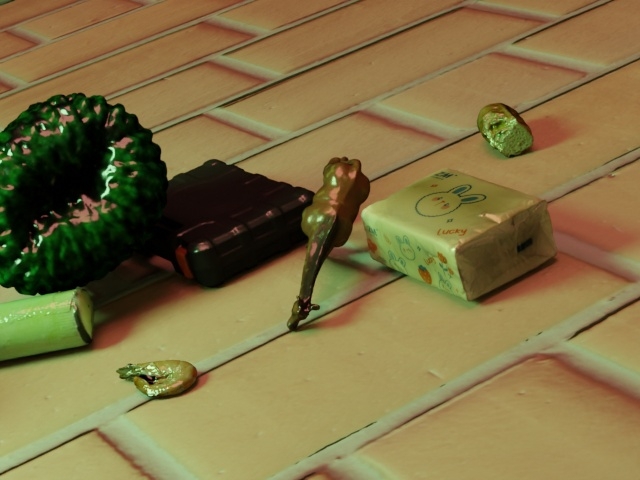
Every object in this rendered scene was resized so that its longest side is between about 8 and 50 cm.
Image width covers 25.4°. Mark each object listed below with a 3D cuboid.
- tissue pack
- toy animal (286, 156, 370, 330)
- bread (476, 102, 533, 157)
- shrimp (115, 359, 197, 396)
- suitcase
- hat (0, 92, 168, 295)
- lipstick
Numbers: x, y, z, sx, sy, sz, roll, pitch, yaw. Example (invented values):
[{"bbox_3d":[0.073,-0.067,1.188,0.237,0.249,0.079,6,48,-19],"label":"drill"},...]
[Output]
[{"bbox_3d":[0.163,-0.011,1.700,0.148,0.092,0.196,-27,26,-25],"label":"tissue pack"},{"bbox_3d":[0.000,0.000,1.746,0.066,0.224,0.230,27,-1,-10],"label":"toy animal"},{"bbox_3d":[0.259,-0.162,2.019,0.066,0.060,0.110,-1,23,-7],"label":"bread"},{"bbox_3d":[-0.191,0.159,1.618,0.108,0.023,0.059,-5,34,23],"label":"shrimp"},{"bbox_3d":[-0.149,-0.030,1.954,0.206,0.066,0.285,-27,27,-26],"label":"suitcase"},{"bbox_3d":[-0.353,-0.051,1.888,0.274,0.242,0.332,-29,2,-17],"label":"hat"},{"bbox_3d":[-0.430,0.121,1.774,0.304,0.076,0.076,-12,24,9],"label":"lipstick"}]
